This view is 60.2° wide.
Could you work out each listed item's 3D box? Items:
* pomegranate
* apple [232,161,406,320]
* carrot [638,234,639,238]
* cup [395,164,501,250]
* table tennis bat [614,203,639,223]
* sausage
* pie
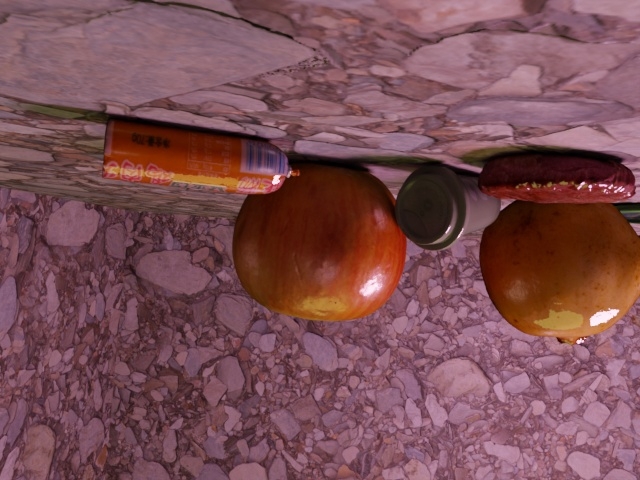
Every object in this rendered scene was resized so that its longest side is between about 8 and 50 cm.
[{"bbox_3d":[0.400,0.045,0.918,0.263,0.265,0.264,5,179,0],"label":"pomegranate"},{"bbox_3d":[0.000,0.000,0.879,0.285,0.233,0.286,7,-177,0],"label":"apple"},{"bbox_3d":[0.760,0.062,0.999,0.330,0.194,0.214,-1,-169,24],"label":"carrot"},{"bbox_3d":[0.190,-0.047,0.797,0.141,0.120,0.120,-4,-175,-41],"label":"cup"},{"bbox_3d":[0.641,-0.041,1.066,0.160,0.039,0.257,2,176,43],"label":"table tennis bat"},{"bbox_3d":[-0.137,-0.096,0.669,0.234,0.071,0.071,5,179,-18],"label":"sausage"},{"bbox_3d":[0.285,-0.071,0.684,0.182,0.050,0.182,6,180,0],"label":"pie"}]
